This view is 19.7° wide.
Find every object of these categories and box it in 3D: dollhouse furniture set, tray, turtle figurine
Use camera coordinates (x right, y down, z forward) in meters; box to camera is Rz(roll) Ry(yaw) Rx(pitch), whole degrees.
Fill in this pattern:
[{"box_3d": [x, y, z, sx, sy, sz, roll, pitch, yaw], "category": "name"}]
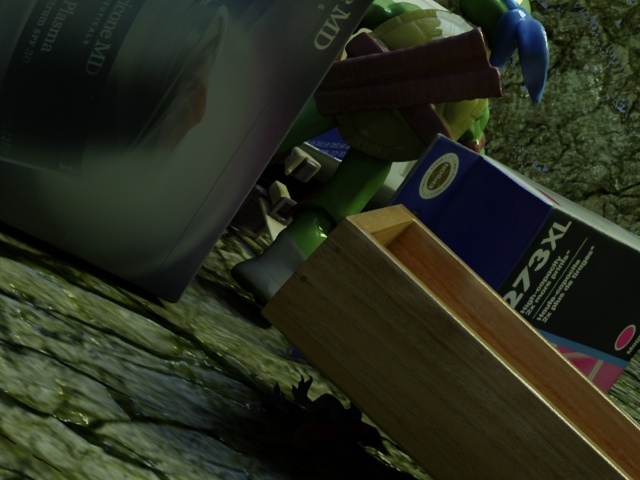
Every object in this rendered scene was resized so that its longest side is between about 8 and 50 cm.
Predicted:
[{"box_3d": [0.000, 0.000, 1.472, 0.114, 0.091, 0.081, 32, 23, -34], "category": "dollhouse furniture set"}, {"box_3d": [0.156, 0.148, 0.992, 0.411, 0.076, 0.203, 44, 9, 5], "category": "tray"}, {"box_3d": [0.013, -0.090, 1.285, 0.275, 0.266, 0.198, 40, -12, 40], "category": "turtle figurine"}]

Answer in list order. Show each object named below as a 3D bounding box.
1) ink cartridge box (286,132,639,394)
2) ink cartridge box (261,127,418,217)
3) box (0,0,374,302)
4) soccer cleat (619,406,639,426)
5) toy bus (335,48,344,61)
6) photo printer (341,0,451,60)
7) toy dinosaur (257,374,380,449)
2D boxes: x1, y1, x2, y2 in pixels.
[{"box_3d": [0.132, 0.049, 1.305, 0.069, 0.175, 0.371, 40, 10, 32], "category": "ink cartridge box"}, {"box_3d": [0.053, -0.053, 1.727, 0.307, 0.072, 0.303, 32, -8, -25], "category": "ink cartridge box"}, {"box_3d": [-0.144, -0.167, 1.071, 0.294, 0.296, 0.183, 27, 10, -37], "category": "box"}, {"box_3d": [0.160, 0.127, 1.275, 0.248, 0.083, 0.095, 34, 17, -34], "category": "soccer cleat"}, {"box_3d": [-0.117, -0.163, 1.401, 0.211, 0.149, 0.220, 36, 53, 22], "category": "toy bus"}, {"box_3d": [-0.023, -0.184, 1.842, 0.307, 0.256, 0.107, 28, 41, -39], "category": "photo printer"}, {"box_3d": [0.004, 0.106, 1.039, 0.082, 0.047, 0.090, 39, 37, -33], "category": "toy dinosaur"}]
